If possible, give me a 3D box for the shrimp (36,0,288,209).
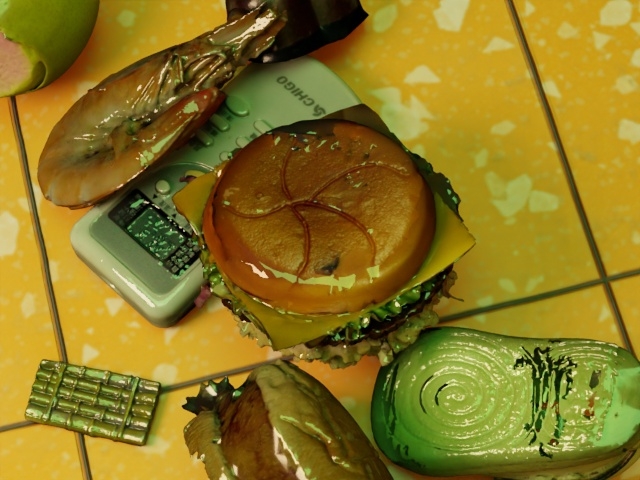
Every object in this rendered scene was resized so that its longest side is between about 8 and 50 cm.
[{"bbox_3d":[-0.148,-0.120,1.670,0.287,0.063,0.152,-30,35,20],"label":"shrimp"}]

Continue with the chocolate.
[{"bbox_3d":[-0.033,-0.237,1.746,0.149,0.080,0.125,-27,34,-30],"label":"chocolate"}]

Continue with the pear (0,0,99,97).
[{"bbox_3d":[-0.300,-0.243,1.738,0.187,0.187,0.219,-1,52,2],"label":"pear"}]

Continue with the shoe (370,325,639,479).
[{"bbox_3d":[0.168,0.157,1.557,0.262,0.128,0.140,-7,52,31],"label":"shoe"}]

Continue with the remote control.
[{"bbox_3d":[-0.087,-0.056,1.702,0.140,0.056,0.296,41,74,17],"label":"remote control"}]

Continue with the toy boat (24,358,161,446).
[{"bbox_3d":[-0.205,0.145,1.637,0.115,0.016,0.063,11,67,7],"label":"toy boat"}]

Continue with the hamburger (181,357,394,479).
[{"bbox_3d":[-0.003,0.221,1.490,0.132,0.211,0.309,-31,69,-6],"label":"hamburger"}]

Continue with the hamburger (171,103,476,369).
[{"bbox_3d":[0.000,0.000,1.590,0.243,0.138,0.261,-23,60,-13],"label":"hamburger"}]
